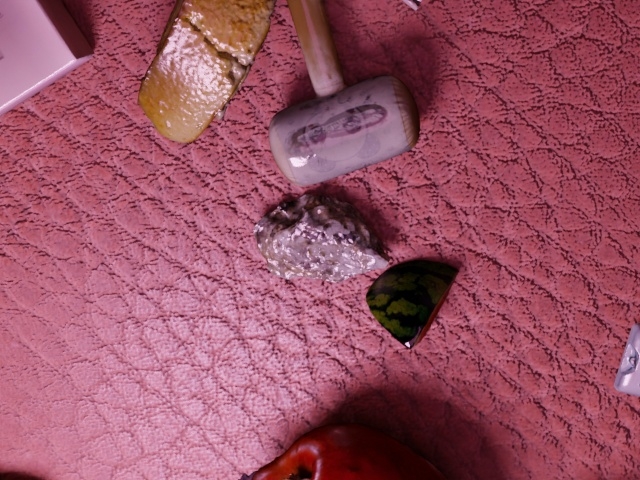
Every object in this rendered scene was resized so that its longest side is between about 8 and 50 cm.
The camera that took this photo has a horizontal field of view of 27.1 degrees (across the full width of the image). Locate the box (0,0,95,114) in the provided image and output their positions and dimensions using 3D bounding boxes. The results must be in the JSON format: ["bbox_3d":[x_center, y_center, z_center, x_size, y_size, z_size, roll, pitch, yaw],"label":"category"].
[{"bbox_3d":[-0.465,-0.266,1.771,0.252,0.106,0.203,-30,97,10],"label":"box"}]

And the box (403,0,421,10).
[{"bbox_3d":[0.145,-0.471,1.645,0.173,0.145,0.333,34,103,-1],"label":"box"}]

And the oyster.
[{"bbox_3d":[0.000,0.000,1.811,0.177,0.064,0.125,-11,106,9],"label":"oyster"}]

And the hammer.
[{"bbox_3d":[0.000,-0.237,1.739,0.202,0.113,0.305,-18,96,6],"label":"hammer"}]

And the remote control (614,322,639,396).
[{"bbox_3d":[0.557,0.197,1.811,0.293,0.051,0.103,14,104,3],"label":"remote control"}]

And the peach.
[{"bbox_3d":[0.077,0.408,1.796,0.362,0.201,0.257,43,79,-16],"label":"peach"}]

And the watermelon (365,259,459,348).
[{"bbox_3d":[0.140,0.088,1.821,0.135,0.125,0.094,-33,129,-7],"label":"watermelon"}]

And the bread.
[{"bbox_3d":[-0.143,-0.253,1.704,0.124,0.186,0.257,24,117,-7],"label":"bread"}]
